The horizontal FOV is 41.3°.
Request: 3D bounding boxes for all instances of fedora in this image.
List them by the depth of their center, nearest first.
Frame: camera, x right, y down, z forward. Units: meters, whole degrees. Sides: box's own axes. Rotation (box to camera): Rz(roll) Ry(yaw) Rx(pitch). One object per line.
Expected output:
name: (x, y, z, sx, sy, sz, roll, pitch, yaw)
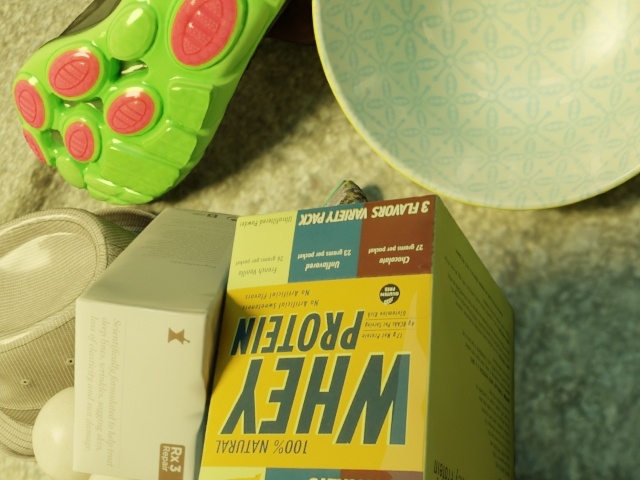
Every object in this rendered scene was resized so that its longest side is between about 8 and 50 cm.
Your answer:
fedora: (-0.254, 0.064, 0.772, 0.275, 0.124, 0.244, -18, 58, 19)

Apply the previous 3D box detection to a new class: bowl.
bowl: (0.155, -0.184, 0.645, 0.289, 0.290, 0.156, -5, 21, 26)

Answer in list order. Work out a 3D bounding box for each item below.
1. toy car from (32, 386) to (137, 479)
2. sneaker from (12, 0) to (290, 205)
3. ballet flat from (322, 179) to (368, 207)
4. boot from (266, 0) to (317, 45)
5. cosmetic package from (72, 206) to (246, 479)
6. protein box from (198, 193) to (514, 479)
toy car: (-0.124, 0.184, 0.647, 0.182, 0.159, 0.136, 36, 120, 37)
sneaker: (-0.115, -0.204, 0.771, 0.483, 0.185, 0.202, -41, 11, 36)
ballet flat: (0.000, 0.000, 0.726, 0.114, 0.041, 0.041, -49, 54, -1)
boot: (0.000, -0.308, 0.851, 0.206, 0.090, 0.249, 5, 71, 27)
cosmetic package: (-0.101, 0.060, 0.600, 0.085, 0.231, 0.117, 7, 104, 2)
protein box: (0.037, 0.109, 0.548, 0.135, 0.200, 0.201, -6, 63, 24)
